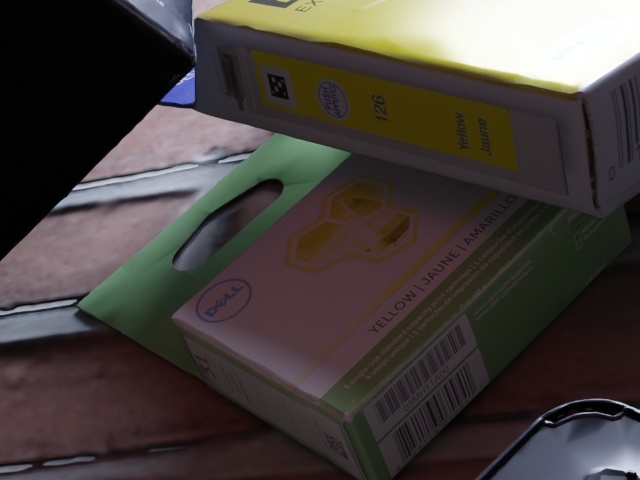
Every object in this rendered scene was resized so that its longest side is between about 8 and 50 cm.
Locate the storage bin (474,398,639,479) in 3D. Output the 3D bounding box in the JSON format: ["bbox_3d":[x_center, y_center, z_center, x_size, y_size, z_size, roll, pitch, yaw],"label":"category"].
[{"bbox_3d":[0.116,0.136,0.483,0.180,0.084,0.122,22,51,42],"label":"storage bin"}]

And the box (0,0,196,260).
[{"bbox_3d":[-0.221,-0.123,0.821,0.296,0.182,0.294,-41,30,25],"label":"box"}]

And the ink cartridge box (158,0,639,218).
[{"bbox_3d":[0.097,-0.129,0.780,0.307,0.072,0.303,20,41,40],"label":"ink cartridge box"}]

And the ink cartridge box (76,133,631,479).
[{"bbox_3d":[0.000,0.000,0.745,0.171,0.056,0.235,-42,42,-22],"label":"ink cartridge box"}]
